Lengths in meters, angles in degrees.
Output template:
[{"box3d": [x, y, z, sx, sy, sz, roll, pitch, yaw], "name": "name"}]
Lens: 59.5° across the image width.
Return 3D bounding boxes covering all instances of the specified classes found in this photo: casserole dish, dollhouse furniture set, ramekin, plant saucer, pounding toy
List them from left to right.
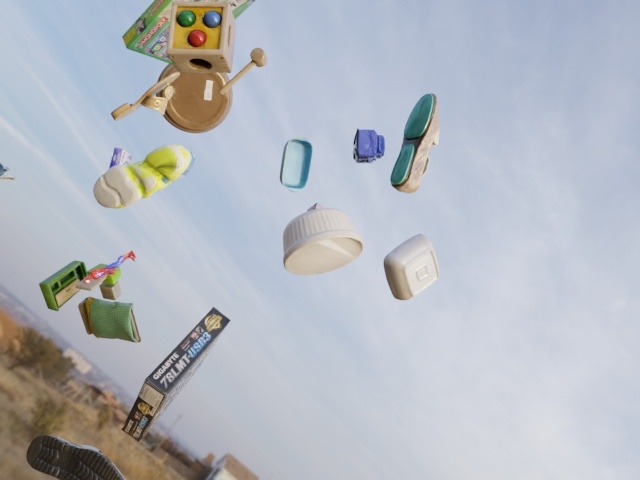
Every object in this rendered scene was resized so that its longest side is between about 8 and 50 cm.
[{"box3d": [-0.716, 0.234, 1.771, 0.197, 0.151, 0.302, 7, -58, 19], "name": "dollhouse furniture set"}, {"box3d": [-0.450, -0.523, 2.019, 0.278, 0.278, 0.041, 55, -5, -29], "name": "plant saucer"}, {"box3d": [-0.224, -0.422, 1.228, 0.205, 0.181, 0.094, 2, -12, 4], "name": "pounding toy"}, {"box3d": [-0.087, -0.258, 1.885, 0.114, 0.189, 0.037, 3, 10, -42], "name": "casserole dish"}, {"box3d": [0.000, 0.000, 1.841, 0.273, 0.272, 0.127, 100, -22, -62], "name": "ramekin"}]

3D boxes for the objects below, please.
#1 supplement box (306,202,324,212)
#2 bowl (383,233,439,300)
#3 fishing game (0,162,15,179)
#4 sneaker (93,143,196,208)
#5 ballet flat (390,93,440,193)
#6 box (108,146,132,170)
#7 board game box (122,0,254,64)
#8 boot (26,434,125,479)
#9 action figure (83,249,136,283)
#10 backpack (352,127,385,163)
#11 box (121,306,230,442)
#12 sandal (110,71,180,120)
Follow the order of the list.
[{"box3d": [-0.023, -0.082, 1.947, 0.043, 0.083, 0.055, 38, -49, -20], "name": "supplement box"}, {"box3d": [0.229, 0.069, 1.353, 0.053, 0.142, 0.142, 27, -36, 54], "name": "bowl"}, {"box3d": [-1.054, -0.219, 1.704, 0.189, 0.041, 0.264, 0, -11, -4], "name": "fishing game"}, {"box3d": [-0.373, -0.136, 1.228, 0.240, 0.126, 0.091, -19, -87, 17], "name": "sneaker"}, {"box3d": [0.301, -0.287, 1.705, 0.106, 0.316, 0.107, 25, -5, -36], "name": "ballet flat"}, {"box3d": [-0.551, -0.206, 1.538, 0.028, 0.081, 0.136, 13, -2, -9], "name": "box"}, {"box3d": [-0.340, -0.593, 1.478, 0.317, 0.213, 0.046, -33, -106, 26], "name": "board game box"}, {"box3d": [-0.382, 0.393, 0.961, 0.197, 0.077, 0.137, 24, -16, 21], "name": "boot"}, {"box3d": [-0.446, 0.060, 1.182, 0.030, 0.115, 0.038, 60, -29, 2], "name": "action figure"}, {"box3d": [0.152, -0.292, 1.792, 0.101, 0.098, 0.120, 7, -8, -4], "name": "backpack"}, {"box3d": [-0.389, 0.360, 1.511, 0.073, 0.295, 0.293, 38, -48, 1], "name": "box"}, {"box3d": [-0.492, -0.398, 1.641, 0.079, 0.240, 0.088, 59, 6, -11], "name": "sandal"}]
